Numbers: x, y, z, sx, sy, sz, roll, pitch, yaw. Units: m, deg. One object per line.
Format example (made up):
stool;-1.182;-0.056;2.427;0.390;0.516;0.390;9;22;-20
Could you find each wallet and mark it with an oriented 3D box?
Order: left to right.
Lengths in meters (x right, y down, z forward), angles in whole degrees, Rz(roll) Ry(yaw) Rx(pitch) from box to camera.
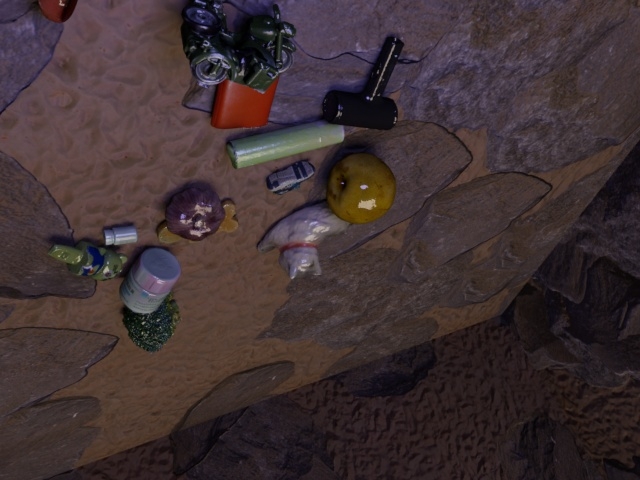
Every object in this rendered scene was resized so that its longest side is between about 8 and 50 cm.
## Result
wallet;-0.168;-0.341;1.405;0.142;0.045;0.204;-9;146;-25

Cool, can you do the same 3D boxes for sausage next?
sausage;-0.442;-0.416;1.048;0.054;0.059;0.094;36;124;-9

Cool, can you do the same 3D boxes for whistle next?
whistle;-0.615;0.053;1.646;0.105;0.085;0.227;-44;148;12

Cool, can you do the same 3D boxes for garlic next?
garlic;-0.329;-0.067;1.637;0.159;0.102;0.147;-11;110;-17

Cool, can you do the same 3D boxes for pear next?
pear;0.122;-0.147;1.800;0.209;0.209;0.209;-20;151;-12

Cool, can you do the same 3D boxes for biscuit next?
biscuit;-0.347;-0.048;1.754;0.234;0.030;0.153;-18;146;-15

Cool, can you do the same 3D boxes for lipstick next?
lipstick;-0.089;-0.251;1.587;0.304;0.076;0.076;-17;150;-19

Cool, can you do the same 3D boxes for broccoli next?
broccoli;-0.527;0.241;2.001;0.194;0.194;0.220;2;118;-41

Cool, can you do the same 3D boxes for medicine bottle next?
medicine bottle;-0.531;-0.013;1.645;0.083;0.047;0.047;-8;147;-28
medicine bottle;-0.494;0.117;1.800;0.135;0.135;0.168;5;139;-43

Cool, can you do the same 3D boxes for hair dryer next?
hair dryer;0.132;-0.394;1.547;0.197;0.089;0.251;-2;134;-34

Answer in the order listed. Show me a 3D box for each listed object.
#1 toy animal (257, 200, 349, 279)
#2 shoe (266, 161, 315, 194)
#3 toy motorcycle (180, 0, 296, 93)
toy animal;0.000;0.000;1.975;0.307;0.188;0.266;2;132;-35
shoe;-0.079;-0.170;1.739;0.143;0.064;0.071;-25;151;3
toy motorcycle;-0.151;-0.373;1.194;0.275;0.205;0.127;12;134;-32
